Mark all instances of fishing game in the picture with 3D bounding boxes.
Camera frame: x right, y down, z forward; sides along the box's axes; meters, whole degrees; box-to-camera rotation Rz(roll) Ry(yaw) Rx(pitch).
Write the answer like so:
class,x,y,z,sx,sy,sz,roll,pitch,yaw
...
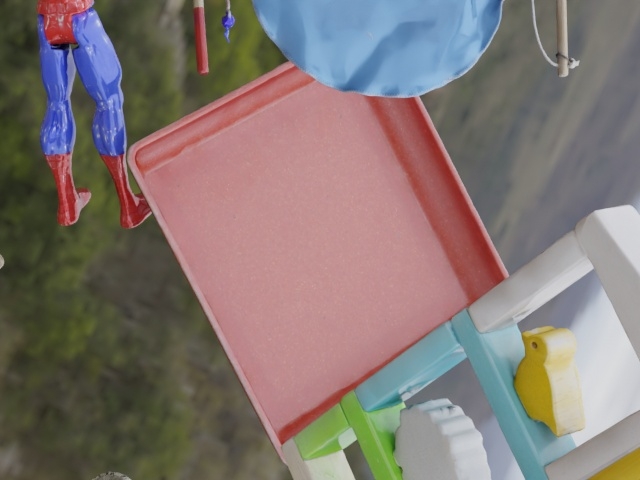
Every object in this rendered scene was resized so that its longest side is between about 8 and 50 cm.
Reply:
class,x,y,z,sx,sy,sz,roll,pitch,yaw
fishing game,0.038,-0.186,1.344,0.041,0.264,0.189,137,-52,-80

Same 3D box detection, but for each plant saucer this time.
class,x,y,z,sx,sy,sz,roll,pitch,yaw
plant saucer,0.000,0.000,1.488,0.258,0.259,0.047,-31,-173,-34

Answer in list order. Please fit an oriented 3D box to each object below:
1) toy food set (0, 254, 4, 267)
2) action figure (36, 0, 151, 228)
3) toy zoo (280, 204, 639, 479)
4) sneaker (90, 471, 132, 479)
class,x,y,z,sx,sy,sz,roll,pitch,yaw
toy food set,-0.335,-0.028,1.560,0.132,0.192,0.038,-45,-175,-41
action figure,-0.168,-0.163,1.444,0.139,0.091,0.280,-64,150,-52
toy zoo,0.107,0.116,0.891,0.030,0.192,0.293,-9,159,-42
sneaker,-0.137,0.338,1.406,0.182,0.158,0.410,70,4,-47
